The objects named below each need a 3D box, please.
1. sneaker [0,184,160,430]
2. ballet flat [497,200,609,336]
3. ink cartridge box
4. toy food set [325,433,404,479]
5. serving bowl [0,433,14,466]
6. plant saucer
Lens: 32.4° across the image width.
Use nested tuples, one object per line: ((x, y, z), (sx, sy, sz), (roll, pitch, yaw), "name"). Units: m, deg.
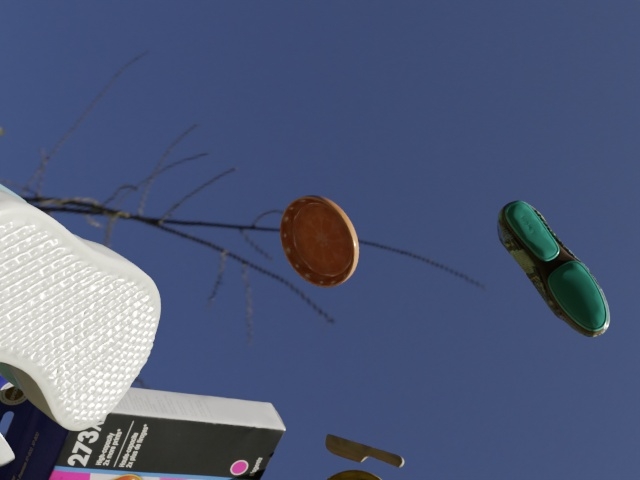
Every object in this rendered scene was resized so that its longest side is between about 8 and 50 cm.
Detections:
((-0.229, 0.029, 0.809), (0.150, 0.366, 0.135), (31, -106, 19), "sneaker")
((0.272, 0.037, 1.302), (0.070, 0.070, 0.188), (-40, -110, 29), "ballet flat")
((-0.238, 0.264, 1.341), (0.176, 0.371, 0.069), (-64, -147, 20), "ink cartridge box")
((0.050, 0.373, 1.430), (0.128, 0.071, 0.218), (4, -111, 26), "toy food set")
((-0.284, 0.153, 0.889), (0.083, 0.027, 0.083), (37, -28, 24), "serving bowl")
((0.000, 0.000, 0.964), (0.083, 0.013, 0.083), (16, -62, 34), "plant saucer")
